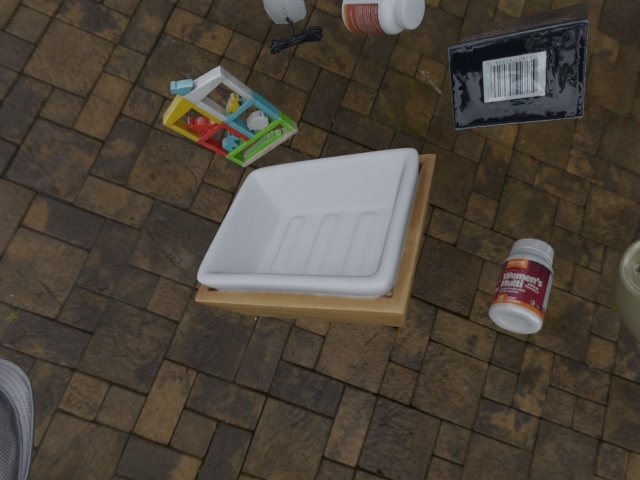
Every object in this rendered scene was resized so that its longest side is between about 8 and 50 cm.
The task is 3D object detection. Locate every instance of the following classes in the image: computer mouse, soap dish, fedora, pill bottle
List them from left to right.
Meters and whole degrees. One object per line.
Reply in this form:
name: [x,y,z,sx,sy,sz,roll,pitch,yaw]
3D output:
fedora: [-0.538,0.315,0.582,0.243,0.124,0.276,10,87,24]
computer mouse: [-0.061,-0.394,0.704,0.105,0.193,0.042,-6,76,10]
soap dish: [0.000,0.000,0.548,0.290,0.118,0.229,-2,52,31]
pill bottle: [0.170,-0.630,1.124,0.121,0.121,0.216,-47,47,-14]
pill bottle: [0.510,0.110,1.034,0.121,0.121,0.221,31,63,-2]

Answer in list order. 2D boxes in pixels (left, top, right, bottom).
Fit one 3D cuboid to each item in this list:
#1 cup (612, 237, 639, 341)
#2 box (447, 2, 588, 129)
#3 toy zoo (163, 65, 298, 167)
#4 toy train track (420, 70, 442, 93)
cup: [0.832,0.098,0.946,0.236,0.331,0.332,27,75,-28]
box: [0.537,-0.470,1.102,0.395,0.293,0.212,-49,132,-46]
toy zoo: [-0.216,-0.278,0.943,0.192,0.293,0.030,-26,61,29]
toy train track: [0.308,-0.439,1.135,0.083,0.048,0.014,40,91,-19]
